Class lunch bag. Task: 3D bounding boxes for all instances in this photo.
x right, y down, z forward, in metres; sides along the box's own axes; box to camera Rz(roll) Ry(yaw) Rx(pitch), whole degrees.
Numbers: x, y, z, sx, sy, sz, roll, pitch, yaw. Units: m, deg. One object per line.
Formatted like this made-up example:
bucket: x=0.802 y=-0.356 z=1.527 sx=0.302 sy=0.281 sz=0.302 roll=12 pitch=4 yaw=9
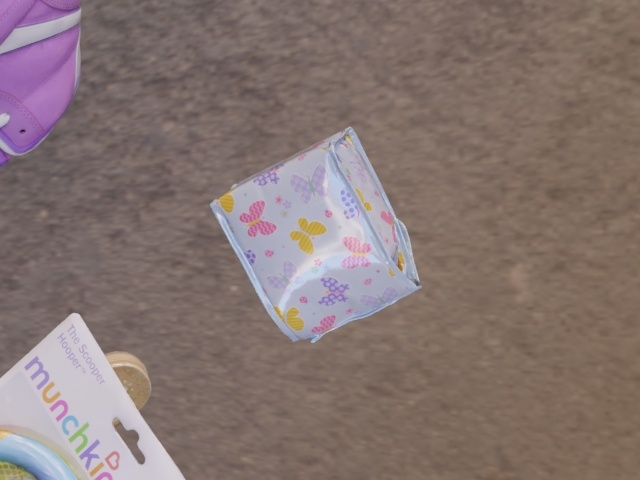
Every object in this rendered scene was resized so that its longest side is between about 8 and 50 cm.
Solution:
lunch bag: x=0.000 y=0.000 z=0.826 sx=0.071 sy=0.053 sz=0.083 roll=-26 pitch=96 yaw=20

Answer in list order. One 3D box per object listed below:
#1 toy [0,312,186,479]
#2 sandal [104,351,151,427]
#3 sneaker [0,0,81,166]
toy: x=-0.175 y=0.157 z=0.813 sx=0.237 sy=0.056 sz=0.137 roll=-41 pitch=70 yaw=15
sandal: x=-0.243 y=0.193 z=1.510 sx=0.240 sy=0.079 sz=0.088 roll=-39 pitch=120 yaw=8
sneaker: x=-0.250 y=-0.098 z=1.114 sx=0.282 sy=0.102 sz=0.161 roll=-32 pitch=129 yaw=-42
